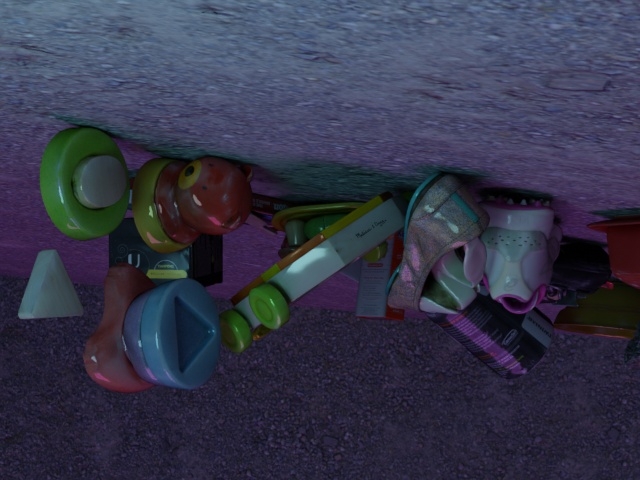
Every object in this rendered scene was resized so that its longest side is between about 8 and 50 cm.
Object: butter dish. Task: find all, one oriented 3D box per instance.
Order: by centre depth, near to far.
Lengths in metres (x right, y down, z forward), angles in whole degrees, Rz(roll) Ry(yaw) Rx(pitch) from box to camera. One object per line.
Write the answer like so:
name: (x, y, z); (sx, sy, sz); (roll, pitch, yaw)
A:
butter dish: (0.431, 0.033, 1.659); (0.160, 0.118, 0.160); (12, 171, -31)

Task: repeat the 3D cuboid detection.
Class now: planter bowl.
planter bowl: (0.526, 0.123, 2.408); (0.217, 0.090, 0.217); (6, 173, 1)

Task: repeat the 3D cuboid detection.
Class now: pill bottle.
pill bottle: (0.259, 0.112, 2.211); (0.246, 0.130, 0.130); (39, 161, -20)

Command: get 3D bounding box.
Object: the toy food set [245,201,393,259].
toy food set: (0.000, 0.000, 1.888); (0.218, 0.071, 0.128); (-5, 162, 16)

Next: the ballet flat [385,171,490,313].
ballet flat: (0.146, 0.032, 1.633); (0.106, 0.107, 0.316); (39, 162, 15)

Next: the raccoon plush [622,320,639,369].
raccoon plush: (0.551, 0.085, 2.041); (0.299, 0.216, 0.446); (20, 155, 47)

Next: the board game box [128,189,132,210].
board game box: (-0.240, -0.052, 1.845); (0.090, 0.020, 0.090); (3, 171, 40)

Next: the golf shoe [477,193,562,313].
golf shoe: (0.249, 0.027, 1.724); (0.115, 0.140, 0.306); (2, 173, 15)

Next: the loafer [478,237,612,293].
loafer: (0.317, 0.040, 1.935); (0.223, 0.078, 0.076); (8, -146, -19)

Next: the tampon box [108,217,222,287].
tampon box: (-0.214, 0.017, 1.879); (0.120, 0.101, 0.161); (0, -178, 12)

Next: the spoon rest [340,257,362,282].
spoon rest: (0.086, 0.046, 2.272); (0.137, 0.084, 0.276); (10, 172, -18)

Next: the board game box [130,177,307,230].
board game box: (-0.139, -0.053, 1.933); (0.281, 0.027, 0.145); (12, 173, -33)

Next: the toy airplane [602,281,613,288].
toy airplane: (0.407, 0.046, 2.166); (0.151, 0.028, 0.151); (14, 173, 2)

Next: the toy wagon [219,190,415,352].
toy wagon: (-0.017, 0.047, 1.717); (0.267, 0.068, 0.344); (-32, 178, -32)

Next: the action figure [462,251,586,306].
action figure: (0.286, 0.050, 2.053); (0.285, 0.099, 0.185); (10, 169, -36)

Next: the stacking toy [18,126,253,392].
stacking toy: (-0.194, 0.012, 1.548); (0.130, 0.309, 0.279); (-6, 157, 30)

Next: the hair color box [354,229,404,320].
hair color box: (0.098, 0.051, 2.051); (0.043, 0.141, 0.072); (13, 171, -40)
